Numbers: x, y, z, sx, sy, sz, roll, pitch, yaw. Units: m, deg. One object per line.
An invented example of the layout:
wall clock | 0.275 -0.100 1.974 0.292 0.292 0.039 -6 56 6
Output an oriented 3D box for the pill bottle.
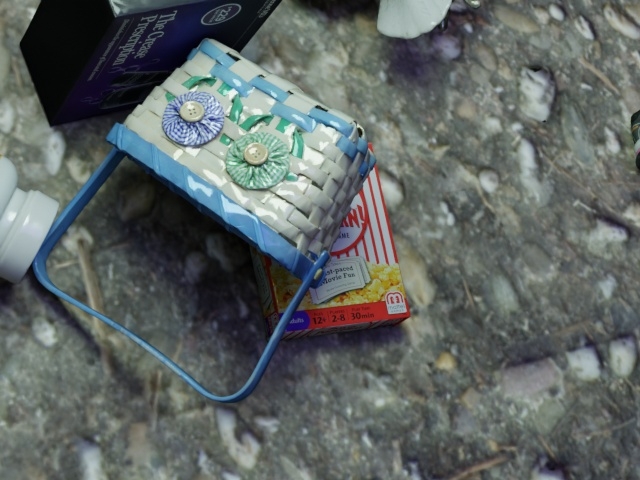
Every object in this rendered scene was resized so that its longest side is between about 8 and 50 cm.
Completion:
pill bottle | -0.352 -0.044 1.411 0.208 0.117 0.117 29 64 -13

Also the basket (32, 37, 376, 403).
basket | -0.106 -0.026 1.447 0.255 0.201 0.289 31 90 16

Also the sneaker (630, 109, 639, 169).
sneaker | 0.441 -0.128 1.805 0.178 0.072 0.077 2 61 -28

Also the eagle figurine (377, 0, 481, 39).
eagle figurine | 0.046 -0.357 1.653 0.298 0.225 0.226 40 72 -18

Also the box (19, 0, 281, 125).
box | -0.161 -0.216 1.468 0.184 0.261 0.103 -18 80 -26

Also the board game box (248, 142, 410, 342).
board game box | 0.000 0.000 1.586 0.146 0.045 0.193 -6 75 -25
